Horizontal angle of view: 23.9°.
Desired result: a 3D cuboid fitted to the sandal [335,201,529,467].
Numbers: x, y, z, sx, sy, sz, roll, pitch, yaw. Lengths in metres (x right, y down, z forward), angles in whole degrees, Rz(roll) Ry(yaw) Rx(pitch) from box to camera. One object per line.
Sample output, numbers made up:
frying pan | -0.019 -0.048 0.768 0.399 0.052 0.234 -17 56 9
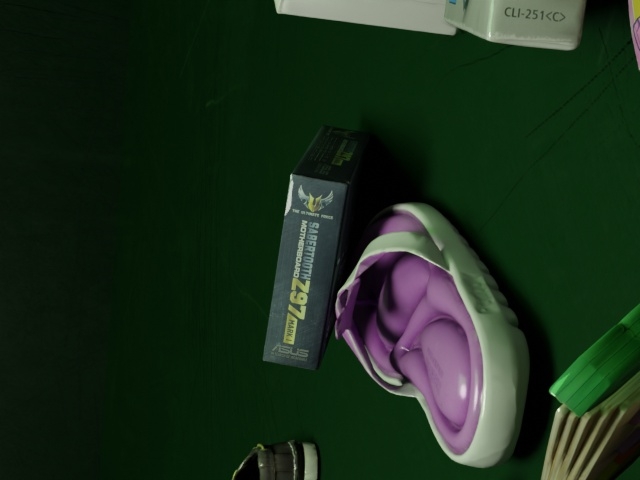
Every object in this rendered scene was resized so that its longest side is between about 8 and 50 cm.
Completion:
sandal | 0.067 0.061 1.287 0.416 0.102 0.169 -141 59 -71

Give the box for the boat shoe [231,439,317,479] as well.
boat shoe | -0.066 0.274 1.732 0.228 0.068 0.081 130 141 -62

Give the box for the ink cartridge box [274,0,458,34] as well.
ink cartridge box | 0.047 -0.322 1.321 0.168 0.171 0.233 111 155 -45

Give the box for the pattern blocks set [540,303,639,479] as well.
pattern blocks set | 0.169 0.069 0.744 0.026 0.285 0.325 47 178 19

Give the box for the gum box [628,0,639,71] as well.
gum box | 0.228 -0.195 0.886 0.107 0.062 0.188 132 139 -64

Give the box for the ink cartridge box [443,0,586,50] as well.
ink cartridge box | 0.145 -0.272 1.055 0.296 0.066 0.261 -96 12 -80

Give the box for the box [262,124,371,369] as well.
box | 0.000 0.000 1.466 0.233 0.059 0.183 -66 -15 -74
